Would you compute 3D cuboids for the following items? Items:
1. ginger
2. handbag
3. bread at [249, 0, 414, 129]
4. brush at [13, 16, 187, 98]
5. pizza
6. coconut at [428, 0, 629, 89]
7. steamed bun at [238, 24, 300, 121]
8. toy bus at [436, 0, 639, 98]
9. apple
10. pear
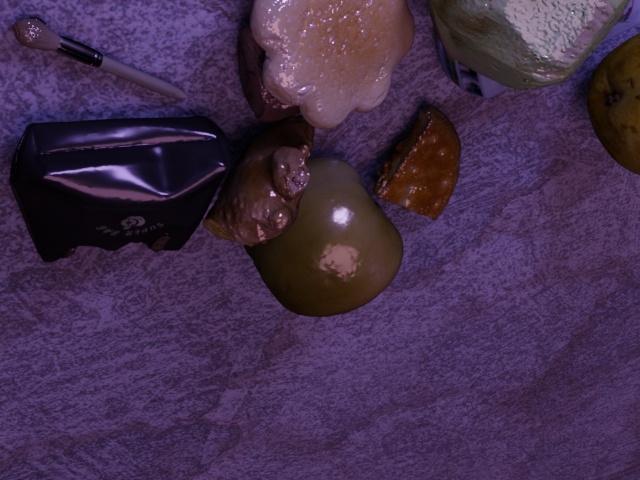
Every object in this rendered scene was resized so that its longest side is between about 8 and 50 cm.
[{"bbox_3d":[-0.082,-0.114,1.527,0.123,0.218,0.270,31,74,-27],"label":"ginger"},{"bbox_3d":[-0.332,-0.064,1.501,0.342,0.152,0.288,-5,147,-21],"label":"handbag"},{"bbox_3d":[0.031,-0.324,1.377,0.316,0.054,0.316,-17,119,-33],"label":"bread"},{"bbox_3d":[-0.321,-0.268,1.369,0.299,0.042,0.039,16,139,-41],"label":"brush"},{"bbox_3d":[0.179,-0.132,1.729,0.197,0.058,0.292,-28,140,-12],"label":"pizza"},{"bbox_3d":[0.289,-0.397,1.347,0.281,0.328,0.329,-43,150,-34],"label":"coconut"},{"bbox_3d":[-0.051,-0.273,1.437,0.144,0.106,0.175,-18,135,-12],"label":"steamed bun"},{"bbox_3d":[0.368,-0.354,1.535,0.329,0.136,0.109,-26,137,0],"label":"toy bus"},{"bbox_3d":[0.010,0.016,1.673,0.257,0.233,0.295,-35,137,3],"label":"apple"},{"bbox_3d":[0.643,-0.254,1.675,0.303,0.304,0.304,-14,138,-13],"label":"pear"}]
